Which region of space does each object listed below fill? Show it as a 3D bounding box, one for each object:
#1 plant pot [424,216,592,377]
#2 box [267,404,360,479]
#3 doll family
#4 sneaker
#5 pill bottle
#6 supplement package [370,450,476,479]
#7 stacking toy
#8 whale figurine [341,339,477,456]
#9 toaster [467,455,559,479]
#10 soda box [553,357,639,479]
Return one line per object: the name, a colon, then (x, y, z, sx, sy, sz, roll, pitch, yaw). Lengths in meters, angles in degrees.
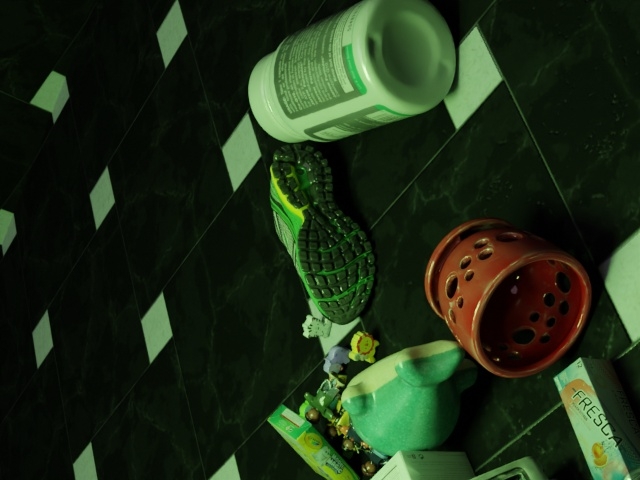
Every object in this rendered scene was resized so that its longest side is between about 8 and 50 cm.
plant pot: (0.248, 0.067, 1.596, 0.174, 0.191, 0.191, 44, 119, 53)
box: (-0.004, 0.361, 1.958, 0.043, 0.179, 0.105, -45, 31, -14)
doll family: (0.056, 0.307, 1.897, 0.193, 0.076, 0.111, 39, 105, 31)
sneaker: (0.000, 0.000, 2.060, 0.146, 0.134, 0.343, 104, 151, -58)
pill bottle: (0.041, -0.280, 1.956, 0.361, 0.204, 0.204, -11, 75, 54)
supplement package: (0.170, 0.446, 1.683, 0.139, 0.134, 0.244, -53, 44, 36)
stacking toy: (0.018, 0.249, 2.021, 0.167, 0.052, 0.221, 20, 101, 56)
whale figurine: (0.140, 0.234, 1.698, 0.272, 0.216, 0.141, 115, 141, -64)
toaster: (0.251, 0.395, 1.521, 0.110, 0.186, 0.168, 81, 167, -47)
soda box: (0.370, 0.243, 1.492, 0.058, 0.063, 0.183, -49, 46, 39)
